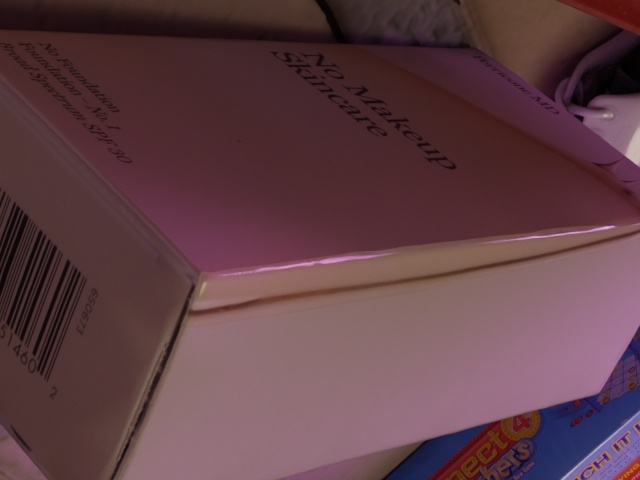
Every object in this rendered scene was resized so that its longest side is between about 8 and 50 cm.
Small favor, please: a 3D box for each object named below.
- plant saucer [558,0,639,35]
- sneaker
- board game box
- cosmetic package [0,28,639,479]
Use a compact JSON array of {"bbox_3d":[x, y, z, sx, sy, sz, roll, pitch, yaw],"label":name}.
[{"bbox_3d":[0.195,-0.148,0.579,0.258,0.259,0.048,117,-4,-68],"label":"plant saucer"},{"bbox_3d":[0.157,-0.053,0.811,0.091,0.094,0.258,30,102,-34],"label":"sneaker"},{"bbox_3d":[0.198,0.180,1.077,0.308,0.086,0.302,-42,144,1],"label":"board game box"},{"bbox_3d":[0.000,0.000,0.620,0.309,0.160,0.113,-8,131,-47],"label":"cosmetic package"}]
